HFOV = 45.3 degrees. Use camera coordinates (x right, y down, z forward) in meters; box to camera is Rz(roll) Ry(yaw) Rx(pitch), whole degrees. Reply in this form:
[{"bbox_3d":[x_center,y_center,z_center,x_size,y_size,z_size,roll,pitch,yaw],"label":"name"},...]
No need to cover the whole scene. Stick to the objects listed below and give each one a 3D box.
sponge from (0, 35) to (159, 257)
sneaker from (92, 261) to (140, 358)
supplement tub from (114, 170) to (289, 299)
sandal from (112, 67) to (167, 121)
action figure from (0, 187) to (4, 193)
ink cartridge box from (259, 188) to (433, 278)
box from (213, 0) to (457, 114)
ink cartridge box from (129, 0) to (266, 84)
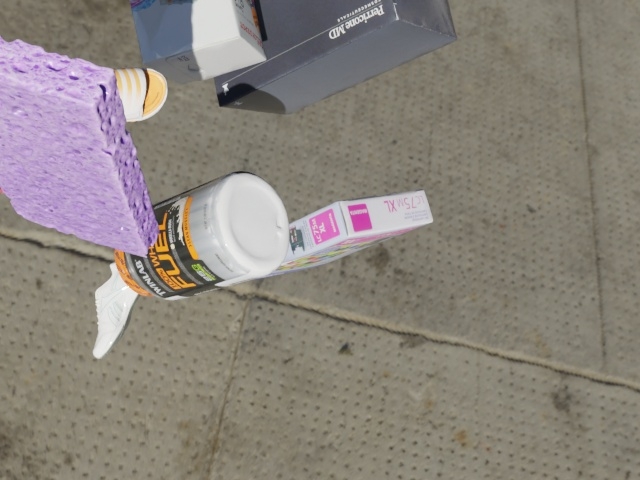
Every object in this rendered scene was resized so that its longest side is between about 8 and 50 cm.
[{"bbox_3d":[-0.186,-0.060,0.544,0.117,0.210,0.031,18,64,5],"label":"sponge"},{"bbox_3d":[-0.309,0.101,1.140,0.061,0.053,0.152,23,86,-5],"label":"sneaker"},{"bbox_3d":[-0.137,0.001,0.859,0.117,0.190,0.117,23,59,-45],"label":"supplement tub"},{"bbox_3d":[-0.407,-0.269,1.432,0.265,0.076,0.102,-12,99,-28],"label":"sandal"},{"bbox_3d":[-0.682,-0.136,1.239,0.370,0.248,0.276,13,31,-24],"label":"action figure"},{"bbox_3d":[0.000,0.000,1.192,0.185,0.311,0.065,-10,83,-42],"label":"ink cartridge box"},{"bbox_3d":[-0.012,-0.396,1.164,0.179,0.343,0.313,-4,80,-53],"label":"box"},{"bbox_3d":[-0.157,-0.301,0.950,0.127,0.128,0.176,-12,88,11],"label":"ink cartridge box"}]
